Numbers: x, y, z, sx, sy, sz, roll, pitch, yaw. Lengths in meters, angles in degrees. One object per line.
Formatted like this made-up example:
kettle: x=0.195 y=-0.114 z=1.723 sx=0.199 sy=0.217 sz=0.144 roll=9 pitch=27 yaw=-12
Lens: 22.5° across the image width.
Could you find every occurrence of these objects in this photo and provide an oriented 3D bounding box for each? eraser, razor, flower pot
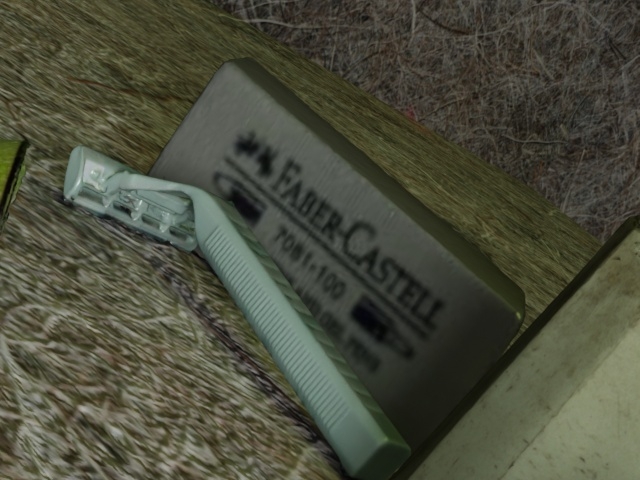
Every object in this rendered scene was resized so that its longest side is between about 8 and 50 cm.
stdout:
eraser: x=0.000 y=0.000 z=1.012 sx=0.077 sy=0.111 sz=0.352 roll=20 pitch=18 yaw=-49
razor: x=-0.036 y=0.032 z=0.897 sx=0.111 sy=0.056 sz=0.278 roll=26 pitch=13 yaw=-47
flower pot: x=0.129 y=0.114 z=0.656 sx=0.212 sy=0.202 sz=0.212 roll=36 pitch=12 yaw=-9

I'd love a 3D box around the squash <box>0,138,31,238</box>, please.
squash: x=-0.176 y=-0.001 z=0.554 sx=0.132 sy=0.105 sz=0.105 roll=14 pitch=14 yaw=-10
